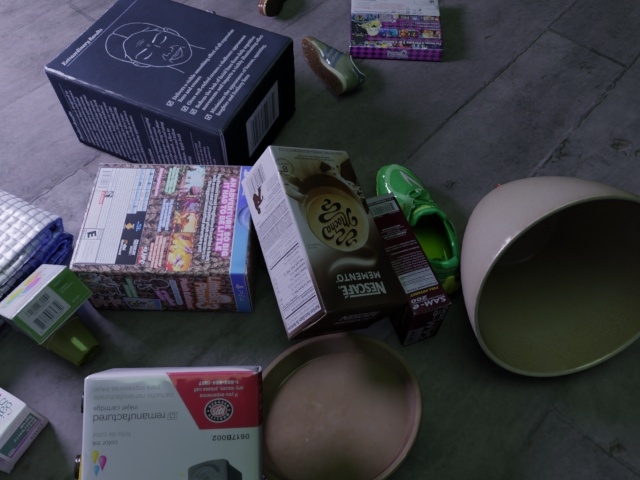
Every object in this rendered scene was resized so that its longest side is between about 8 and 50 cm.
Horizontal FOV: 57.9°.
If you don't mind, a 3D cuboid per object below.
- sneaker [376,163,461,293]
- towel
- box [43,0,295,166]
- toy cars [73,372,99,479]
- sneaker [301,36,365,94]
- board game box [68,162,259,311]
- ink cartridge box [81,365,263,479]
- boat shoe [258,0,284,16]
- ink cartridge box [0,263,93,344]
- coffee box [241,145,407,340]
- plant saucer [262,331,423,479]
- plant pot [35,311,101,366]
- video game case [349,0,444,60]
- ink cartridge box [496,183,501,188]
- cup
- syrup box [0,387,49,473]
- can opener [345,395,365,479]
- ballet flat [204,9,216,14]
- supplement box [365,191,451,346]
[{"bbox_3d":[0.195,-0.042,1.088,0.109,0.124,0.296,-16,58,-11],"label":"sneaker"},{"bbox_3d":[-0.622,0.042,1.022,0.235,0.121,0.284,24,58,12],"label":"towel"},{"bbox_3d":[-0.291,-0.307,1.200,0.395,0.212,0.294,22,59,12],"label":"box"},{"bbox_3d":[-0.376,0.353,0.818,0.176,0.087,0.394,39,63,6],"label":"toy cars"},{"bbox_3d":[0.035,-0.421,1.375,0.086,0.064,0.192,-21,59,-23],"label":"sneaker"},{"bbox_3d":[-0.261,-0.005,1.043,0.290,0.141,0.232,1,57,0],"label":"board game box"},{"bbox_3d":[-0.188,0.324,0.761,0.226,0.131,0.306,-1,80,-6],"label":"ink cartridge box"},{"bbox_3d":[-0.129,-0.642,1.516,0.060,0.064,0.178,12,51,13],"label":"boat shoe"},{"bbox_3d":[-0.463,0.097,0.946,0.209,0.062,0.109,-1,43,52],"label":"ink cartridge box"},{"bbox_3d":[0.000,0.000,0.960,0.168,0.119,0.297,-3,63,-37],"label":"coffee box"},{"bbox_3d":[0.020,0.264,0.890,0.277,0.041,0.278,-9,44,9],"label":"plant saucer"},{"bbox_3d":[-0.415,0.168,0.970,0.079,0.083,0.083,37,63,8],"label":"plant pot"},{"bbox_3d":[0.189,-0.541,1.465,0.232,0.042,0.210,2,57,0],"label":"video game case"},{"bbox_3d":[0.380,-0.053,1.135,0.029,0.063,0.115,-37,64,-25],"label":"ink cartridge box"},{"bbox_3d":[0.368,0.024,0.966,0.330,0.331,0.237,-8,31,-7],"label":"cup"},{"bbox_3d":[-0.555,0.253,0.894,0.236,0.096,0.093,24,60,15],"label":"syrup box"},{"bbox_3d":[0.044,0.330,0.889,0.059,0.073,0.186,-21,46,32],"label":"can opener"},{"bbox_3d":[-0.262,-0.543,1.460,0.041,0.041,0.114,-17,59,-12],"label":"ballet flat"},{"bbox_3d":[0.136,0.049,1.023,0.073,0.130,0.239,-16,59,-12],"label":"supplement box"}]
